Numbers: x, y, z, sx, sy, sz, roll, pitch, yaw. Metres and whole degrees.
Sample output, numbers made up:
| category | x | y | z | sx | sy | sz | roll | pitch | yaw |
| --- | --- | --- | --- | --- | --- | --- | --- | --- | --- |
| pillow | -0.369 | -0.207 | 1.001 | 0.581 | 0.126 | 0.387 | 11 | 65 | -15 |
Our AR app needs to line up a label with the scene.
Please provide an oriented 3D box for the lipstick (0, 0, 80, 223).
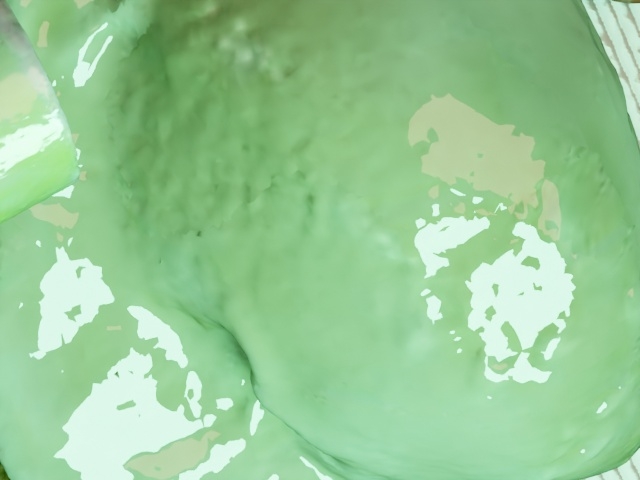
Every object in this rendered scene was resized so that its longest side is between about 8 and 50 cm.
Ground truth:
| category | x | y | z | sx | sy | sz | roll | pitch | yaw |
| --- | --- | --- | --- | --- | --- | --- | --- | --- | --- |
| lipstick | -0.213 | 0.025 | 0.439 | 0.304 | 0.076 | 0.076 | -30 | 111 | -18 |

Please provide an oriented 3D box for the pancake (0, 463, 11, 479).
| category | x | y | z | sx | sy | sz | roll | pitch | yaw |
| --- | --- | --- | --- | --- | --- | --- | --- | --- | --- |
| pancake | -0.094 | 0.058 | 0.618 | 0.116 | 0.022 | 0.129 | -54 | 127 | -23 |

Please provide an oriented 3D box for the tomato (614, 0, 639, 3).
| category | x | y | z | sx | sy | sz | roll | pitch | yaw |
| --- | --- | --- | --- | --- | --- | --- | --- | --- | --- |
| tomato | 0.191 | -0.223 | 0.753 | 0.180 | 0.155 | 0.214 | 39 | 70 | -29 |

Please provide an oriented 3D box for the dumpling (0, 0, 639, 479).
| category | x | y | z | sx | sy | sz | roll | pitch | yaw |
| --- | --- | --- | --- | --- | --- | --- | --- | --- | --- |
| dumpling | 0.025 | -0.015 | 0.583 | 0.270 | 0.211 | 0.321 | -26 | 91 | -47 |
